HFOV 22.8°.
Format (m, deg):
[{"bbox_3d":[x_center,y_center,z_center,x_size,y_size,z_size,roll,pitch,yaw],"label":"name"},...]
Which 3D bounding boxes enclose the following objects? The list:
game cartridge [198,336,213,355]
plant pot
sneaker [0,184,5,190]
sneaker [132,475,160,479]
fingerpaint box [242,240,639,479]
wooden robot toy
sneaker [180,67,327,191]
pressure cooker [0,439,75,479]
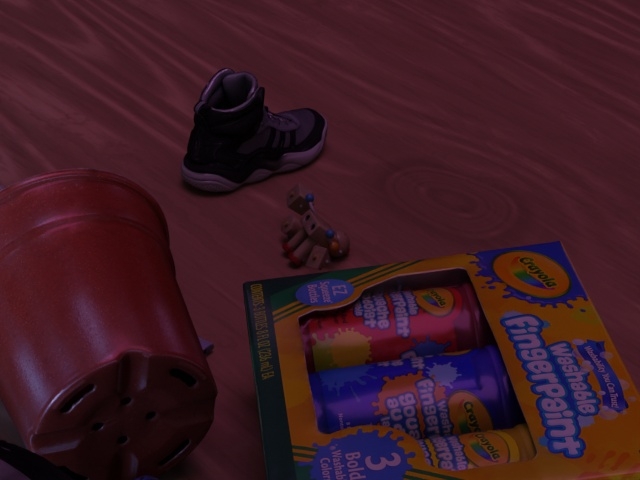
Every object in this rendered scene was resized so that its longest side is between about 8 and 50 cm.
[{"bbox_3d":[-0.173,0.134,1.882,0.056,0.017,0.083,19,33,27],"label":"game cartridge"},{"bbox_3d":[-0.249,0.109,1.701,0.272,0.272,0.265,-9,42,-23],"label":"plant pot"},{"bbox_3d":[-0.393,0.036,1.941,0.090,0.115,0.232,-3,54,-48],"label":"sneaker"},{"bbox_3d":[-0.241,0.287,1.564,0.087,0.083,0.221,23,33,35],"label":"sneaker"},{"bbox_3d":[0.121,0.185,1.623,0.371,0.163,0.445,-7,28,-2],"label":"fingerpaint box"},{"bbox_3d":[0.000,0.000,2.105,0.079,0.076,0.173,30,18,-32],"label":"wooden robot toy"},{"bbox_3d":[-0.084,-0.175,2.265,0.101,0.153,0.268,30,39,33],"label":"sneaker"},{"bbox_3d":[-0.341,0.377,1.122,0.369,0.376,0.420,28,34,33],"label":"pressure cooker"}]
